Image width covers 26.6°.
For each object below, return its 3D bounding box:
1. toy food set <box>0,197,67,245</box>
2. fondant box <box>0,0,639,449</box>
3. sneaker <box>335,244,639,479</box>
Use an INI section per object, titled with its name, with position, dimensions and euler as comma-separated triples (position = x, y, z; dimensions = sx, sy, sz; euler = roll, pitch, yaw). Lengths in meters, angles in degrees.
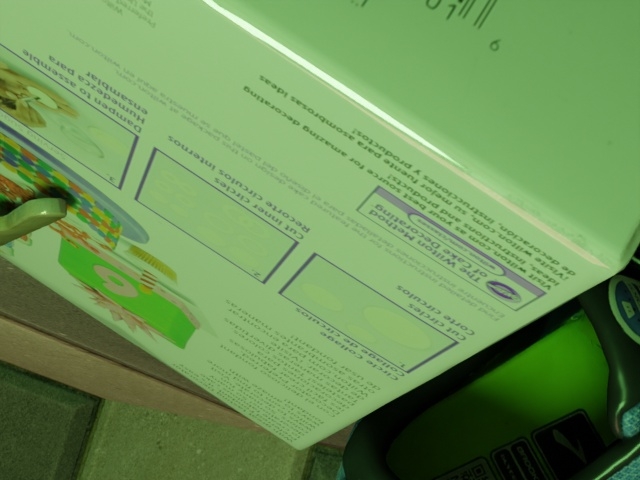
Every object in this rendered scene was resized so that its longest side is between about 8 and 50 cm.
[toy food set]
position = -0.194, -0.022, 0.472
dimensions = 0.192, 0.038, 0.132
euler = 1, 173, -29
[fondant box]
position = -0.045, -0.047, 0.472
dimensions = 0.238, 0.096, 0.330
euler = 34, 158, -3
[sneaker]
position = 0.152, 0.055, 0.579
dimensions = 0.129, 0.330, 0.147
euler = 56, 169, 28
